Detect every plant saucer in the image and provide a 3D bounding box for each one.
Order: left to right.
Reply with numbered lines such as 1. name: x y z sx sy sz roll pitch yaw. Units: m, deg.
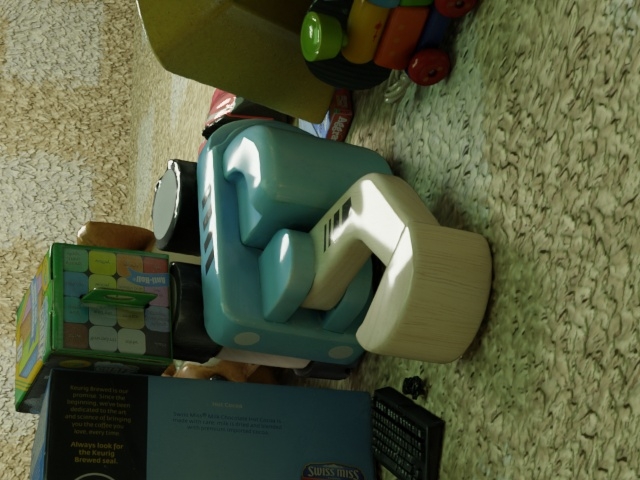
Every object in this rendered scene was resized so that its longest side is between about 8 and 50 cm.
1. plant saucer: -0.097 -0.320 1.721 0.081 0.333 0.333 -25 70 27

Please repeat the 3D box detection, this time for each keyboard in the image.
1. keyboard: 0.080 0.180 1.478 0.180 0.023 0.108 -161 77 -75

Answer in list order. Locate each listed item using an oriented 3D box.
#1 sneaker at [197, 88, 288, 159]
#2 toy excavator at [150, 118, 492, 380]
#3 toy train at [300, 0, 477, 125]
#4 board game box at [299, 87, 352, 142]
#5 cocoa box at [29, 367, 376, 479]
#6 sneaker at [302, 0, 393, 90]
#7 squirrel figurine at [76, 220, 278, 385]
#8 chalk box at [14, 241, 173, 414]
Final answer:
1. sneaker: -0.121 -0.199 2.235 0.314 0.115 0.136 145 131 -72
2. toy excavator: 0.000 0.000 1.545 0.445 0.222 0.433 125 147 -47
3. toy train: 0.044 -0.192 1.477 0.248 0.143 0.105 111 146 -45
4. board game box: -0.001 -0.213 1.942 0.145 0.027 0.281 109 161 -48
5. cocoa box: -0.132 0.289 1.610 0.231 0.347 0.228 116 156 -56
6. sneaker: 0.067 -0.306 1.571 0.146 0.122 0.331 -76 3 -48
7. squirrel figurine: -0.128 0.177 1.954 0.397 0.281 0.370 90 164 -46
8. chalk box: -0.236 0.088 1.616 0.213 0.132 0.132 130 142 -51
